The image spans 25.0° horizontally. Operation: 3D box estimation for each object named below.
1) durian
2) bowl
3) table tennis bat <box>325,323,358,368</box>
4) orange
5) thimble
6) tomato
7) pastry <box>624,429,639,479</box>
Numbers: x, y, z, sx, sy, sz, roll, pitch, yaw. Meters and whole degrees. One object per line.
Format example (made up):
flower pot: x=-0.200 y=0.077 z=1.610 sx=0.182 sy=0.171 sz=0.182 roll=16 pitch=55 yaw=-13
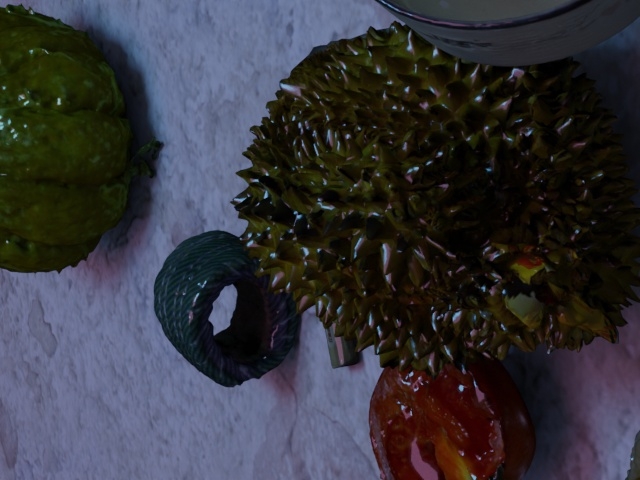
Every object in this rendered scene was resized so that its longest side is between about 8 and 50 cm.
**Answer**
durian: x=0.089 y=-0.027 z=1.005 sx=0.293 sy=0.258 sz=0.258 roll=6 pitch=102 yaw=36
bowl: x=0.128 y=-0.205 z=0.902 sx=0.238 sy=0.126 sz=0.237 roll=-8 pitch=64 yaw=17
table tennis bat: x=0.000 y=0.000 z=1.321 sx=0.131 sy=0.022 sz=0.234 roll=-23 pitch=76 yaw=53
orange: x=-0.340 y=-0.118 z=1.609 sx=0.300 sy=0.223 sz=0.301 roll=-44 pitch=60 yaw=43
thimble: x=-0.089 y=0.063 z=1.373 sx=0.090 sy=0.118 sz=0.135 roll=32 pitch=147 yaw=53
tomato: x=0.115 y=0.142 z=1.121 sx=0.139 sy=0.091 sz=0.159 roll=49 pitch=137 yaw=31
pastry: x=0.263 y=0.171 z=0.926 sx=0.153 sy=0.081 sz=0.153 roll=6 pitch=97 yaw=56
